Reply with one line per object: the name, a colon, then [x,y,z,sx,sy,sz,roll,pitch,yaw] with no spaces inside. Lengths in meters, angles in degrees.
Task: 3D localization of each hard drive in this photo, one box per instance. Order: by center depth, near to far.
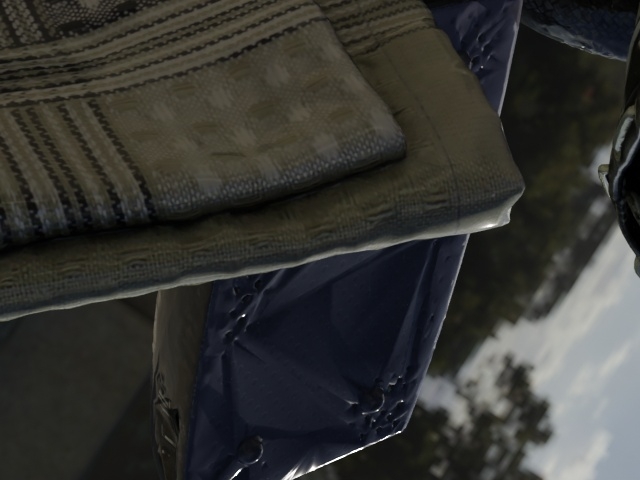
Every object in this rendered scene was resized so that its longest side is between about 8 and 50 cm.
hard drive: [0.000,0.000,0.833,0.172,0.054,0.254,-18,132,-41]

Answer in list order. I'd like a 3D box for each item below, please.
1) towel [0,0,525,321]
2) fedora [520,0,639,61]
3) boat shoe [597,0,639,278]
towel: [-0.134,-0.085,0.557,0.312,0.324,0.056,-119,-155,-49]
fedora: [0.189,-0.246,0.869,0.334,0.334,0.152,-58,167,9]
boat shoe: [0.129,-0.017,0.616,0.219,0.078,0.070,62,44,-63]
